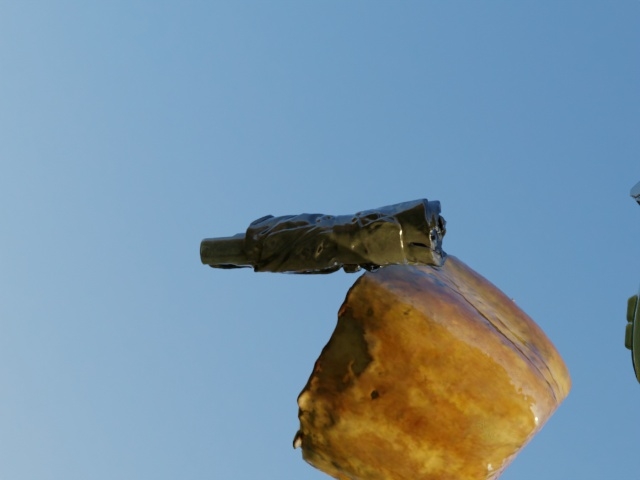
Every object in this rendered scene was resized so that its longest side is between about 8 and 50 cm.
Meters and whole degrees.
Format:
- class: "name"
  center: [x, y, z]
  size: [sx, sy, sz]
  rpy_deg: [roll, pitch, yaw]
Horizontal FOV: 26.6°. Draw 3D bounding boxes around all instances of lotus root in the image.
- class: "lotus root"
  center: [0.143, 0.193, 1.603]
  size: [0.250, 0.316, 0.316]
  rpy_deg: [34, -41, 20]

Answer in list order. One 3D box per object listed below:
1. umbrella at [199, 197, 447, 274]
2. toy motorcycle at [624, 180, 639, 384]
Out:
- class: "umbrella"
  center: [0.000, 0.000, 1.274]
  size: [0.236, 0.059, 0.066]
  rpy_deg: [-3, -93, 13]
- class: "toy motorcycle"
  center: [0.352, 0.007, 1.121]
  size: [0.200, 0.326, 0.191]
  rpy_deg: [-16, -38, 38]
